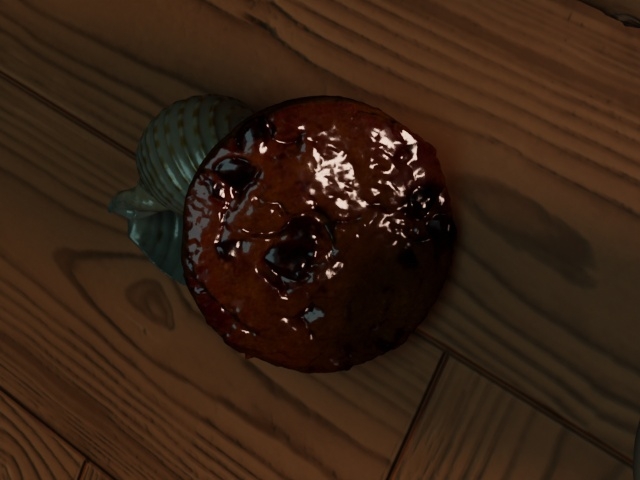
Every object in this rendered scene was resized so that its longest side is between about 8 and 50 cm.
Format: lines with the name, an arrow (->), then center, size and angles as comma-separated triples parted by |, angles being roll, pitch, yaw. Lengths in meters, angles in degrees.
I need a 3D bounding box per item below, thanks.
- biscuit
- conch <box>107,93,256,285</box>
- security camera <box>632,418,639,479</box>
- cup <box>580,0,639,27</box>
biscuit -> 0.000, 0.000, 0.840 | 0.049, 0.192, 0.192 | -117, 46, -65
conch -> -0.074, -0.035, 0.910 | 0.135, 0.102, 0.153 | 59, 150, -3
security camera -> 0.273, 0.131, 0.647 | 0.236, 0.194, 0.195 | 15, 101, 33
cup -> 0.218, -0.241, 0.674 | 0.257, 0.227, 0.301 | 38, 83, 11
